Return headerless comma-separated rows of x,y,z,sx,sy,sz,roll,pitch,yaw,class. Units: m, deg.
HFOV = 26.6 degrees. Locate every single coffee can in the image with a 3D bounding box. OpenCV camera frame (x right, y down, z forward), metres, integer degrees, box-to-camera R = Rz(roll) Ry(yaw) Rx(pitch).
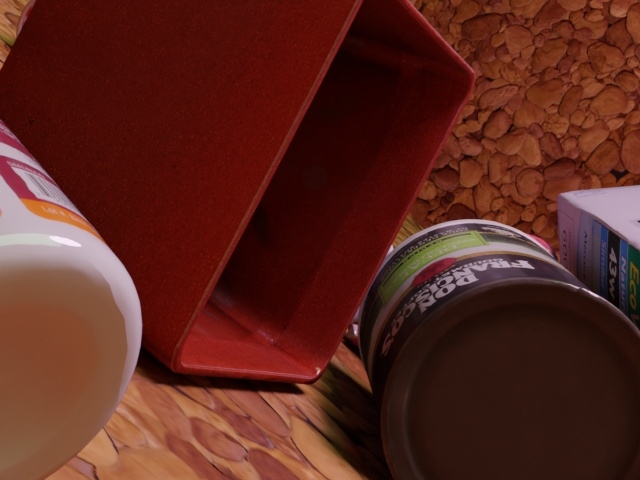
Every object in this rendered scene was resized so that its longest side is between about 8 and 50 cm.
0.137,0.103,1.075,0.201,0.201,0.275,38,6,-8,coffee can

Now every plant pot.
-0.080,-0.074,0.948,0.236,0.267,0.267,28,2,21,plant pot

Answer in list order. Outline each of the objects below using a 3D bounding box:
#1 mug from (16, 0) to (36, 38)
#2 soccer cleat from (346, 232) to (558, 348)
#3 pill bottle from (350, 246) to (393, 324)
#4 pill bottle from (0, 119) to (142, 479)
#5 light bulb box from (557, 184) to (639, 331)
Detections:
-0.264,-0.207,1.507,0.169,0.150,0.113,17,59,-62,mug
0.134,0.059,1.304,0.095,0.248,0.083,31,48,-38,soccer cleat
0.000,0.000,1.343,0.124,0.124,0.221,38,8,-12,pill bottle
-0.169,-0.011,0.502,0.221,0.121,0.121,44,8,37,pill bottle
0.356,0.145,1.154,0.225,0.358,0.361,-6,10,-1,light bulb box
